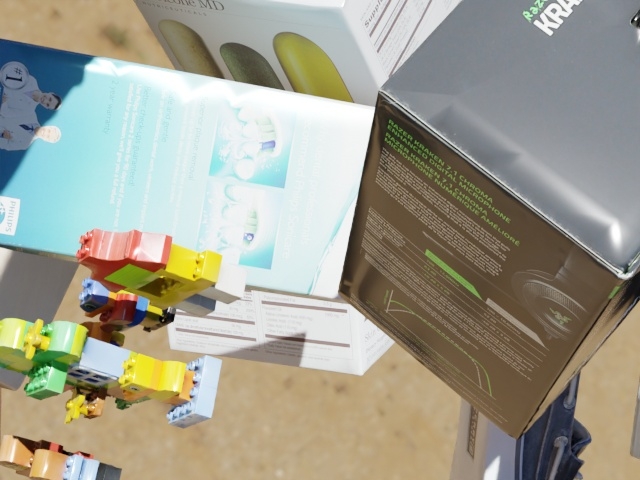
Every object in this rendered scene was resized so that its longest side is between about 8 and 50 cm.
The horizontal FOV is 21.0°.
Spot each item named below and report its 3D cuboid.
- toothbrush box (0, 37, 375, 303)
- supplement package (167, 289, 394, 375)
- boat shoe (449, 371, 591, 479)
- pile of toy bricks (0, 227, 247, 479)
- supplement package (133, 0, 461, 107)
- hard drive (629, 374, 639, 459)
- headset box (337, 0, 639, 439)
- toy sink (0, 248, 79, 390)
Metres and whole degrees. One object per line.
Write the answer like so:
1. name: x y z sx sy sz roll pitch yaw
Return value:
1. toothbrush box: -0.075 -0.036 1.120 0.295 0.126 0.216 9 -1 -10
2. supplement package: 0.000 0.000 1.642 0.262 0.204 0.145 -39 129 -55
3. boat shoe: 0.165 0.167 1.378 0.102 0.301 0.108 -3 22 -12
4. pile of toy bricks: -0.137 0.064 0.918 0.105 0.212 0.118 21 65 -25
5. supplement package: 0.012 -0.183 1.357 0.198 0.199 0.263 -63 148 -24
6. hard drive: 0.292 -0.043 1.123 0.047 0.353 0.233 12 11 36
7. headset box: 0.140 -0.066 0.830 0.131 0.246 0.283 39 -19 11
8. toy sink: -0.325 -0.002 1.626 0.131 0.234 0.153 10 -18 44
